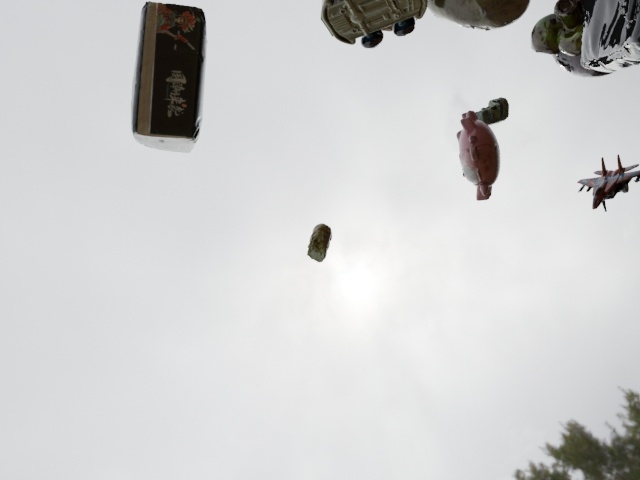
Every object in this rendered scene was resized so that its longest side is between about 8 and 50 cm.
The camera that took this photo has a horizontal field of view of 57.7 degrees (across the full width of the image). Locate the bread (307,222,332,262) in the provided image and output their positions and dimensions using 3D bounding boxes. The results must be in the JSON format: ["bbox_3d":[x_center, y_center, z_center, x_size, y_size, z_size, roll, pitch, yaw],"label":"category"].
[{"bbox_3d":[0.000,0.000,1.605,0.066,0.060,0.110,51,-140,-32],"label":"bread"}]

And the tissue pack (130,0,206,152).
[{"bbox_3d":[-0.195,-0.206,0.755,0.091,0.103,0.170,6,-93,-14],"label":"tissue pack"}]

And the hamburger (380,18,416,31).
[{"bbox_3d":[0.200,-0.716,1.694,0.230,0.231,0.106,62,-139,-31],"label":"hamburger"}]

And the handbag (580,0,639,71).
[{"bbox_3d":[0.373,-0.343,0.678,0.244,0.088,0.274,-41,-47,-75],"label":"handbag"}]

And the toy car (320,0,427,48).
[{"bbox_3d":[0.125,-0.604,1.379,0.204,0.248,0.198,42,-137,-50],"label":"toy car"}]

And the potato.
[{"bbox_3d":[0.357,-0.577,1.355,0.165,0.262,0.164,-30,-44,-35],"label":"potato"}]

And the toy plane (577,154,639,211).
[{"bbox_3d":[0.556,-0.100,1.130,0.189,0.130,0.061,-50,-59,-38],"label":"toy plane"}]

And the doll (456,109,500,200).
[{"bbox_3d":[0.372,-0.201,1.359,0.262,0.093,0.211,-40,-63,-67],"label":"doll"}]

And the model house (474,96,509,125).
[{"bbox_3d":[0.439,-0.334,1.524,0.083,0.079,0.066,-19,-75,-16],"label":"model house"}]

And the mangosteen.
[{"bbox_3d":[0.473,-0.375,1.033,0.184,0.172,0.172,7,-89,-3],"label":"mangosteen"}]
